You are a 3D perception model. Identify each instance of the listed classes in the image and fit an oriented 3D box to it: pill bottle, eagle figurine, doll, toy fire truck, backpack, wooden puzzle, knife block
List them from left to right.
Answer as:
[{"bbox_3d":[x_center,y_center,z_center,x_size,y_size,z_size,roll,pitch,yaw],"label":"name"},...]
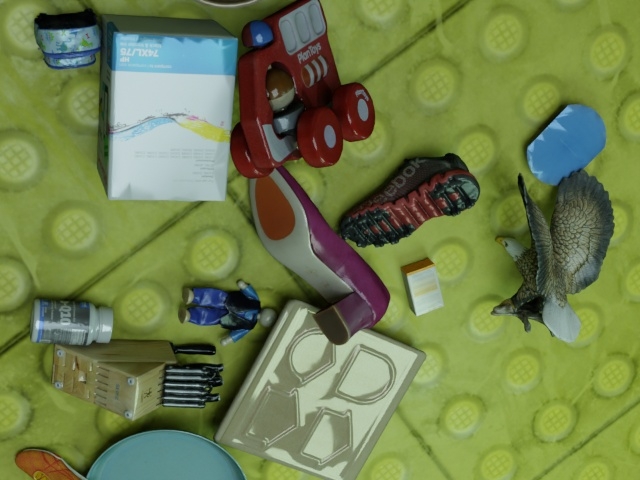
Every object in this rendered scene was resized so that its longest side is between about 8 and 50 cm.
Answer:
[{"bbox_3d":[-0.402,-0.320,1.735,0.105,0.114,0.084,-9,112,-15],"label":"backpack"},{"bbox_3d":[-0.441,0.146,1.917,0.137,0.078,0.078,5,108,-19],"label":"pill bottle"},{"bbox_3d":[-0.321,0.235,1.998,0.275,0.242,0.088,17,108,24],"label":"knife block"},{"bbox_3d":[-0.169,0.136,2.017,0.189,0.046,0.129,9,98,-27],"label":"doll"},{"bbox_3d":[-0.052,-0.254,1.792,0.169,0.302,0.254,-7,111,32],"label":"toy fire truck"},{"bbox_3d":[-0.004,0.295,2.118,0.347,0.080,0.322,23,102,-28],"label":"wooden puzzle"},{"bbox_3d":[0.435,0.025,2.086,0.225,0.226,0.298,21,116,1],"label":"eagle figurine"}]

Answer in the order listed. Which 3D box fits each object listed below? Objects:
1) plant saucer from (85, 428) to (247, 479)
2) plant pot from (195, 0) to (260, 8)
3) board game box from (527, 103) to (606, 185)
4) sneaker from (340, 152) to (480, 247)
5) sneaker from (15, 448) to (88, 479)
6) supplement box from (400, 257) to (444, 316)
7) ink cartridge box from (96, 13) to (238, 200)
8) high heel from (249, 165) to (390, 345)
[{"bbox_3d":[-0.294,0.488,2.080,0.317,0.044,0.318,-1,113,-3],"label":"plant saucer"},{"bbox_3d":[-0.155,-0.501,1.743,0.237,0.110,0.237,-5,114,-10],"label":"plant pot"},{"bbox_3d":[0.475,-0.189,2.110,0.133,0.033,0.169,38,101,-30],"label":"board game box"},{"bbox_3d":[0.161,-0.081,2.016,0.276,0.135,0.098,-24,130,18],"label":"sneaker"},{"bbox_3d":[-0.489,0.445,2.002,0.175,0.067,0.064,32,111,-1],"label":"sneaker"},{"bbox_3d":[0.200,0.091,2.123,0.062,0.036,0.098,-19,114,-10],"label":"supplement box"},{"bbox_3d":[-0.257,-0.218,1.773,0.197,0.198,0.270,0,109,-17],"label":"ink cartridge box"},{"bbox_3d":[0.000,0.000,2.007,0.181,0.127,0.377,-35,105,-51],"label":"high heel"}]
